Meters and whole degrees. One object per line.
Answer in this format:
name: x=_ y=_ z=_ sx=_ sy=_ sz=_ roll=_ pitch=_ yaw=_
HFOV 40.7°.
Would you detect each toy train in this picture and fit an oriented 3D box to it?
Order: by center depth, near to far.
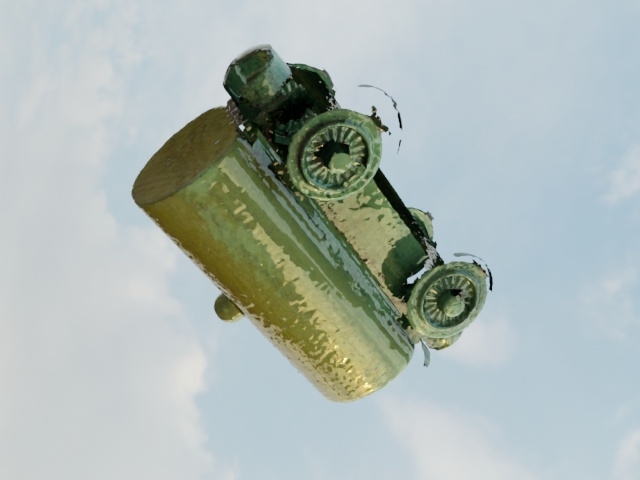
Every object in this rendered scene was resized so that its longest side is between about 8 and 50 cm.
toy train: x=0.002 y=0.005 z=0.648 sx=0.189 sy=0.307 sz=0.126 roll=-42 pitch=-146 yaw=-5
